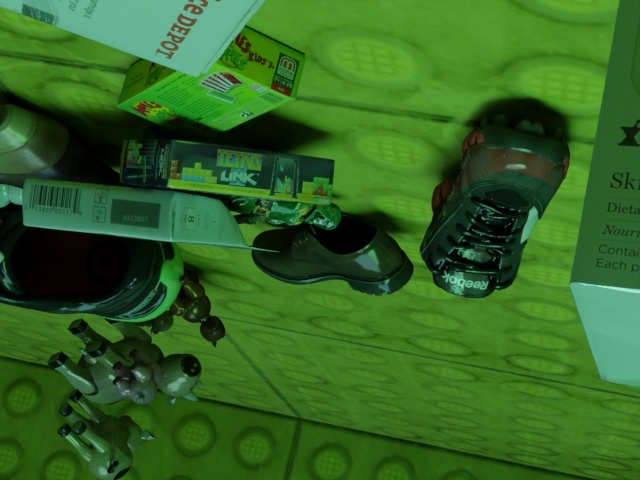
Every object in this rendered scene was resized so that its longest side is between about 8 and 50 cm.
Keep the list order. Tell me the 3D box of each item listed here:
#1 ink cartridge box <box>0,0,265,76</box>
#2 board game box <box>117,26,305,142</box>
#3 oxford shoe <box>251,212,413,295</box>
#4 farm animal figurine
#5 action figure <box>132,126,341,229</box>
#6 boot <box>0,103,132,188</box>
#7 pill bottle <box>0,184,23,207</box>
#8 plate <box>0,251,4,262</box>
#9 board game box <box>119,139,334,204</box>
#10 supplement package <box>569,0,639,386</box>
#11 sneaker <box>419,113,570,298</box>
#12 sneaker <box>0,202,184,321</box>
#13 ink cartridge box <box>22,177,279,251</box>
[{"bbox_3d":[-0.160,-0.220,0.728,0.273,0.114,0.197,19,162,-16],"label":"ink cartridge box"},{"bbox_3d":[-0.100,-0.140,1.072,0.092,0.043,0.181,22,161,-27],"label":"board game box"},{"bbox_3d":[0.000,0.000,1.431,0.227,0.083,0.096,2,138,39],"label":"oxford shoe"},{"bbox_3d":[-0.277,0.207,1.821,0.327,0.330,0.172,1,138,53],"label":"farm animal figurine"},{"bbox_3d":[-0.089,-0.052,1.328,0.232,0.063,0.137,12,154,-9],"label":"action figure"},{"bbox_3d":[-0.354,-0.079,1.391,0.248,0.090,0.207,-3,155,36],"label":"boot"},{"bbox_3d":[-0.412,-0.077,1.486,0.120,0.067,0.067,11,163,9],"label":"pill bottle"},{"bbox_3d":[-0.547,-0.023,1.400,0.278,0.045,0.277,-18,128,40],"label":"plate"},{"bbox_3d":[-0.093,-0.068,1.185,0.170,0.048,0.141,5,180,-28],"label":"board game box"},{"bbox_3d":[0.264,-0.056,0.669,0.199,0.262,0.198,7,162,20],"label":"supplement package"},{"bbox_3d":[0.155,-0.020,1.109,0.098,0.135,0.276,16,162,-2],"label":"sneaker"},{"bbox_3d":[-0.421,0.001,1.561,0.483,0.185,0.202,2,169,1],"label":"sneaker"},{"bbox_3d":[-0.175,-0.025,1.305,0.189,0.066,0.232,5,-177,26],"label":"ink cartridge box"}]
